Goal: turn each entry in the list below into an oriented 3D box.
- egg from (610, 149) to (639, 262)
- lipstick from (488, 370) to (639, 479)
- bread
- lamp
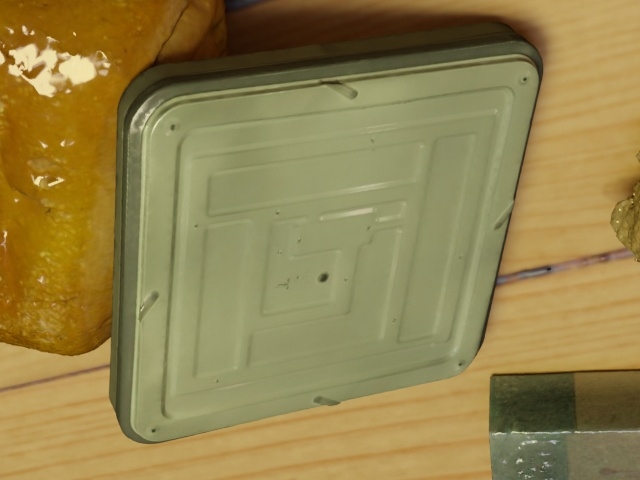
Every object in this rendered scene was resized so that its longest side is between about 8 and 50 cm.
[{"bbox_3d":[0.256,-0.020,0.874,0.140,0.118,0.116,-35,158,18],"label":"egg"},{"bbox_3d":[0.281,0.135,1.003,0.317,0.068,0.066,-2,124,10],"label":"lipstick"},{"bbox_3d":[-0.239,-0.063,0.882,0.337,0.148,0.328,18,126,-4],"label":"bread"},{"bbox_3d":[0.000,0.000,0.884,0.267,0.047,0.269,-10,129,-22],"label":"lamp"}]
